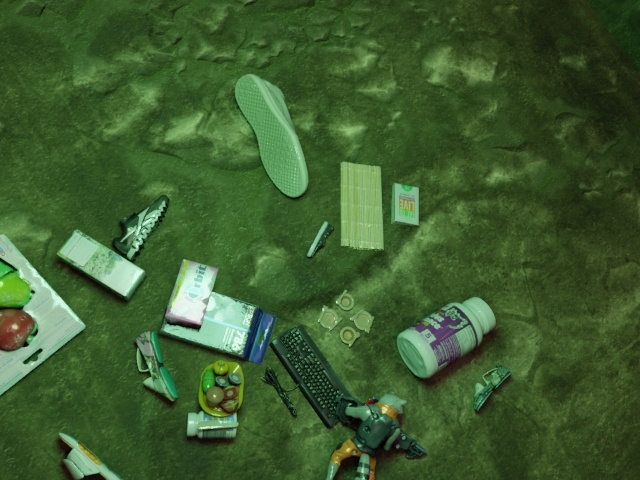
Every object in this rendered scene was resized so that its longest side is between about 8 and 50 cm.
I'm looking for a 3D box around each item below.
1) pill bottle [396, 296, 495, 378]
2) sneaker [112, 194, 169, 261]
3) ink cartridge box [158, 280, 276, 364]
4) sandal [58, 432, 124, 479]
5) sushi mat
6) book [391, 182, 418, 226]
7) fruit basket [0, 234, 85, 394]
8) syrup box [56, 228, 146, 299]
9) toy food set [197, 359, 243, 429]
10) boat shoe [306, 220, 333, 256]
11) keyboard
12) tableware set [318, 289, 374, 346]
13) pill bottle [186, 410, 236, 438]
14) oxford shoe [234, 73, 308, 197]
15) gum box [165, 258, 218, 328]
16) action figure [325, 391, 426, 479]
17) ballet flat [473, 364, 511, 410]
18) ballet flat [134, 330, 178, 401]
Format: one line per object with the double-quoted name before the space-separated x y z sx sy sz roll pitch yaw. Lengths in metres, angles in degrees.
"pill bottle" 0.411 0.303 1.899 0.302 0.169 0.169 -27 82 -21
"sneaker" -0.557 -0.057 1.810 0.106 0.078 0.234 31 71 -6
"ink cartridge box" -0.306 0.251 1.789 0.333 0.065 0.165 18 69 -9
"sandal" -0.618 0.620 1.575 0.265 0.102 0.076 42 66 -1
"sushi mat" 0.142 -0.119 2.041 0.152 0.019 0.316 4 72 -14
"book" 0.300 -0.124 2.078 0.096 0.035 0.144 8 70 -16
"fruit basket" -0.899 0.213 1.624 0.327 0.165 0.353 -42 103 -21
"syrup box" -0.643 0.075 1.738 0.237 0.096 0.093 32 70 -3
"toy food set" -0.283 0.429 1.691 0.128 0.071 0.217 7 46 -11
"boat shoe" 0.000 0.000 1.952 0.040 0.049 0.142 31 66 -4
"keyboard" -0.052 0.435 1.815 0.202 0.033 0.317 -34 83 -21
"tableware set" 0.085 0.255 1.910 0.169 0.020 0.141 42 68 1
"pill bottle" -0.313 0.530 1.693 0.137 0.078 0.078 4 73 -14
"oxford shoe" -0.140 -0.359 1.981 0.130 0.169 0.449 -14 76 -55
"gum box" -0.379 0.162 1.731 0.107 0.062 0.188 16 69 -9
"action figure" 0.179 0.614 1.740 0.342 0.178 0.330 27 79 -11
"ballet flat" 0.551 0.482 1.945 0.188 0.070 0.070 -38 86 -23
"ballet flat" -0.484 0.373 1.707 0.079 0.077 0.221 -25 75 -1
